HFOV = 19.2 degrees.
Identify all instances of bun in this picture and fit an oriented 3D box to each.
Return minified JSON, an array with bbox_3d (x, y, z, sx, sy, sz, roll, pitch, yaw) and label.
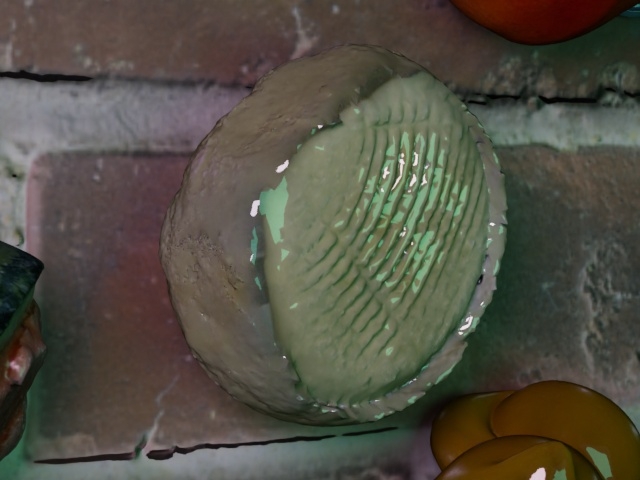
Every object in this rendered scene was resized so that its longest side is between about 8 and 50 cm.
[{"bbox_3d":[0.000,0.000,1.289,0.259,0.152,0.259,-14,110,-43],"label":"bun"}]

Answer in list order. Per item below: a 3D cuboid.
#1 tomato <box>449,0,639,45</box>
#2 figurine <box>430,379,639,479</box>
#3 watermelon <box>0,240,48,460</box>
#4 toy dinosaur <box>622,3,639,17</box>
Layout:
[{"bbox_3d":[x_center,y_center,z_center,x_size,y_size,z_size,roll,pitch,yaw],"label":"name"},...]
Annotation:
[{"bbox_3d":[0.178,-0.272,1.367,0.259,0.180,0.260,-11,108,-38],"label":"tomato"},{"bbox_3d":[0.154,0.205,1.389,0.228,0.215,0.215,-3,99,-77],"label":"figurine"},{"bbox_3d":[-0.315,0.099,1.113,0.250,0.293,0.283,38,39,8],"label":"watermelon"},{"bbox_3d":[0.302,-0.190,1.540,0.197,0.045,0.080,-15,95,-23],"label":"toy dinosaur"}]
